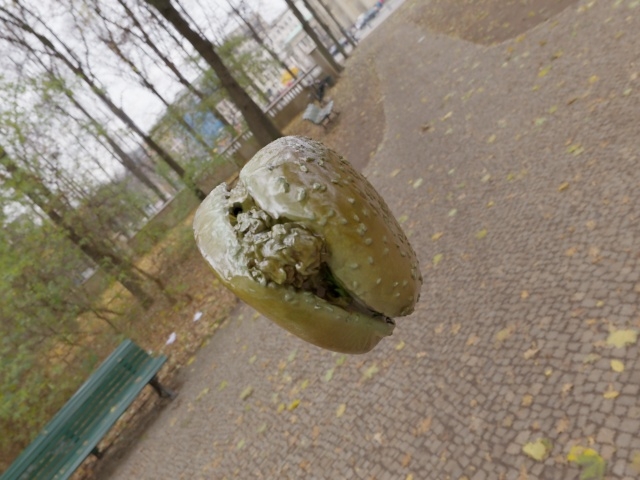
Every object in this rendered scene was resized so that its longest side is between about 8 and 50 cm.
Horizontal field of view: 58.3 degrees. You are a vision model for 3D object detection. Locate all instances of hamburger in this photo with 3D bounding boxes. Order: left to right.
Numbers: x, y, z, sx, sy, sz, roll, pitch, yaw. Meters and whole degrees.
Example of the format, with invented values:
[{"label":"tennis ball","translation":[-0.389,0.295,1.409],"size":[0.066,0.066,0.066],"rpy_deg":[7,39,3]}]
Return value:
[{"label":"hamburger","translation":[0.000,0.000,0.479],"size":[0.122,0.189,0.215],"rpy_deg":[-48,11,12]}]
